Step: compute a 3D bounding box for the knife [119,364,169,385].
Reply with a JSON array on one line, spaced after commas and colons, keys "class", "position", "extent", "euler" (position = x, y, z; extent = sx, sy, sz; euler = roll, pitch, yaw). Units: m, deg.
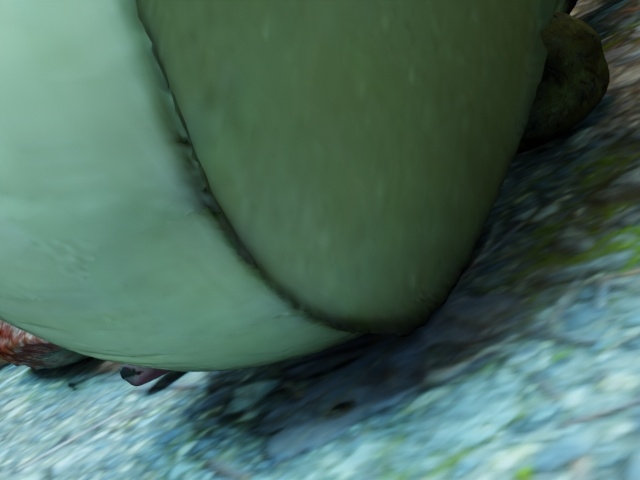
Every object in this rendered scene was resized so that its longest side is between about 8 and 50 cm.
[{"class": "knife", "position": [0.000, 0.000, 0.664], "extent": [0.247, 0.018, 0.035], "euler": [-35, 10, -39]}]

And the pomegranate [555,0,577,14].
[{"class": "pomegranate", "position": [0.071, -0.186, 0.845], "extent": [0.198, 0.198, 0.246], "euler": [-18, 16, 39]}]

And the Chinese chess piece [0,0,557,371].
[{"class": "Chinese chess piece", "position": [-0.032, -0.125, 0.493], "extent": [0.140, 0.338, 0.338], "euler": [2, 27, 30]}]

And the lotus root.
[{"class": "lotus root", "position": [0.092, -0.068, 0.642], "extent": [0.099, 0.054, 0.049], "euler": [-38, -5, -40]}]

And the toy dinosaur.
[{"class": "toy dinosaur", "position": [-0.131, 0.037, 0.709], "extent": [0.167, 0.053, 0.242], "euler": [-30, 13, 0]}]
